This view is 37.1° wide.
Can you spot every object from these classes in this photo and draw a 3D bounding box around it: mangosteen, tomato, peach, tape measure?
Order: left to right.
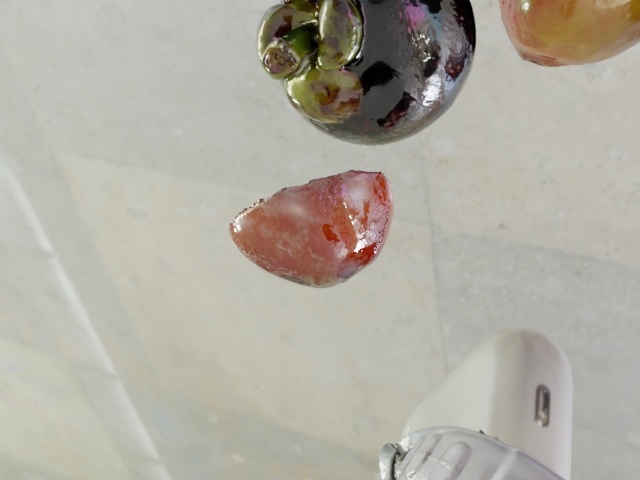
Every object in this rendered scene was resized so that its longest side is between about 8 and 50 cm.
[{"bbox_3d":[0.000,0.000,1.058,0.173,0.189,0.099,78,174,-74],"label":"tomato"},{"bbox_3d":[0.057,-0.289,1.311,0.297,0.297,0.313,-12,140,44],"label":"mangosteen"},{"bbox_3d":[0.152,0.232,0.751,0.236,0.120,0.197,37,164,6],"label":"tape measure"},{"bbox_3d":[0.415,-0.427,1.428,0.290,0.372,0.372,10,142,-2],"label":"peach"}]

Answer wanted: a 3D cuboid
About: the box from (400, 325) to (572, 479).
[{"bbox_3d":[0.202,0.290,1.235,0.141,0.288,0.349,20,140,-9],"label":"box"}]
